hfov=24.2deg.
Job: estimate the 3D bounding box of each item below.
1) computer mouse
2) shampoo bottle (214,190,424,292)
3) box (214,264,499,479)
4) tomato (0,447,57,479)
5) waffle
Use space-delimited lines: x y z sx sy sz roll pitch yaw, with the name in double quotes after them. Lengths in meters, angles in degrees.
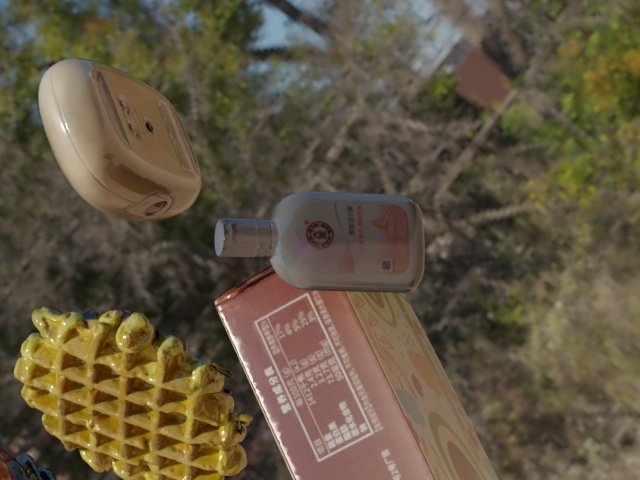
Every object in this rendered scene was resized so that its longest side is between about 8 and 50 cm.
-0.192 -0.091 1.408 0.082 0.145 0.236 -26 -12 13 "computer mouse"
0.000 0.000 1.177 0.040 0.165 0.080 151 120 -70 "shampoo bottle"
0.078 0.220 1.432 0.122 0.385 0.344 -29 -17 10 "box"
-0.289 0.294 1.302 0.224 0.256 0.256 -50 -1 3 "tomato"
-0.224 0.204 1.805 0.329 0.329 0.062 -53 8 46 "waffle"
